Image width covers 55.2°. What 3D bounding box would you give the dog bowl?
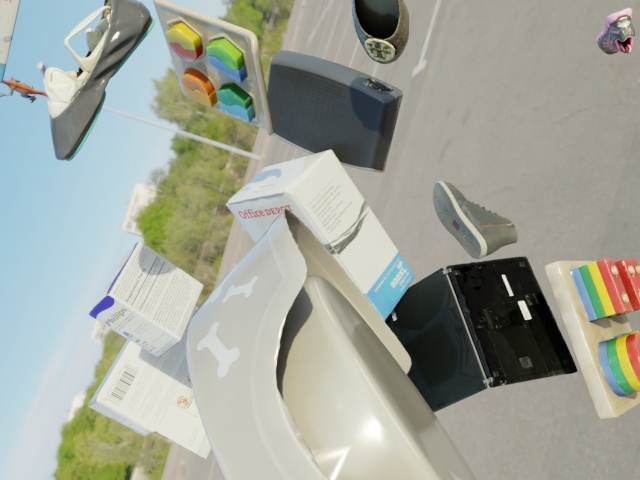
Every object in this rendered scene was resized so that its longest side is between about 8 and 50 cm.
[{"bbox_3d":[0.038,0.146,0.439,0.102,0.349,0.349,-36,17,4],"label":"dog bowl"}]

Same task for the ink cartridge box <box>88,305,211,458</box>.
[{"bbox_3d":[-0.286,0.265,1.235,0.060,0.238,0.275,-37,24,46],"label":"ink cartridge box"}]

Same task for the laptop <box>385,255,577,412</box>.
[{"bbox_3d":[0.277,0.172,1.115,0.137,0.264,0.235,105,154,-57],"label":"laptop"}]

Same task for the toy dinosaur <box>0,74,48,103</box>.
[{"bbox_3d":[-0.578,-0.300,1.173,0.082,0.090,0.047,47,-141,-75],"label":"toy dinosaur"}]

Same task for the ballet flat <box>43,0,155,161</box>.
[{"bbox_3d":[-0.265,-0.190,0.689,0.203,0.074,0.074,-61,10,-4],"label":"ballet flat"}]

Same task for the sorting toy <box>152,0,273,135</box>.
[{"bbox_3d":[-0.167,-0.262,0.944,0.038,0.208,0.193,-50,-23,-24],"label":"sorting toy"}]

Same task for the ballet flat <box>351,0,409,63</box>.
[{"bbox_3d":[0.074,-0.332,0.803,0.250,0.084,0.058,82,-156,-52],"label":"ballet flat"}]

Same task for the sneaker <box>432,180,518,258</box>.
[{"bbox_3d":[0.360,-0.058,1.449,0.222,0.118,0.083,62,154,28],"label":"sneaker"}]

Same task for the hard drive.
[{"bbox_3d":[0.010,-0.227,1.096,0.054,0.254,0.172,-38,-34,-51],"label":"hard drive"}]

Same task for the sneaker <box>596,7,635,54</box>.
[{"bbox_3d":[0.476,-0.318,0.977,0.119,0.047,0.057,20,-130,-70],"label":"sneaker"}]

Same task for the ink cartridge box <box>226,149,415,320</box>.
[{"bbox_3d":[0.000,0.000,1.164,0.223,0.308,0.129,-5,37,53],"label":"ink cartridge box"}]

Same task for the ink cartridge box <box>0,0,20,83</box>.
[{"bbox_3d":[-0.446,-0.275,0.780,0.052,0.088,0.123,29,105,37],"label":"ink cartridge box"}]

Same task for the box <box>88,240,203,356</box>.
[{"bbox_3d":[-0.280,0.096,1.000,0.072,0.137,0.126,-37,25,34],"label":"box"}]

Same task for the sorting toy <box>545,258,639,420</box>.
[{"bbox_3d":[0.513,0.148,1.044,0.089,0.257,0.256,-26,72,37],"label":"sorting toy"}]
